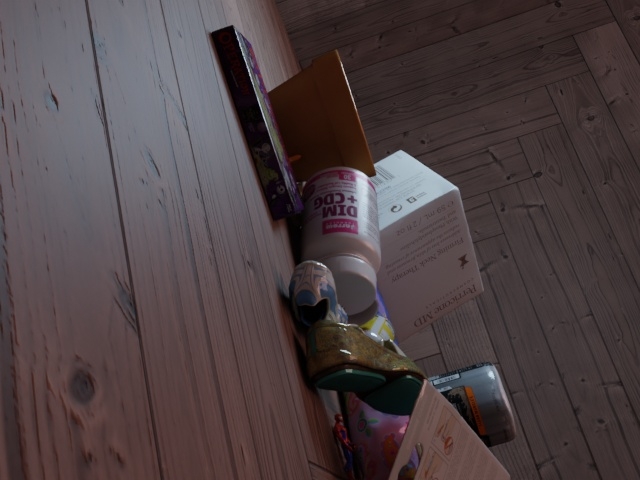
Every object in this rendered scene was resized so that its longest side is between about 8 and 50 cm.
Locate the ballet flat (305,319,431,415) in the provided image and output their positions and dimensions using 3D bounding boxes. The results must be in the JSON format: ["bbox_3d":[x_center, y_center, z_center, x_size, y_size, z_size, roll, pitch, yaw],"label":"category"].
[{"bbox_3d":[0.086,0.208,1.269,0.348,0.123,0.123,31,37,-51],"label":"ballet flat"}]

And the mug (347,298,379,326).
[{"bbox_3d":[0.051,0.121,1.822,0.113,0.150,0.169,23,31,-32],"label":"mug"}]

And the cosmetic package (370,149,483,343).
[{"bbox_3d":[0.230,0.012,2.250,0.327,0.329,0.394,45,-19,54],"label":"cosmetic package"}]

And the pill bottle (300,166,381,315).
[{"bbox_3d":[0.040,0.000,1.525,0.160,0.160,0.283,67,16,-45],"label":"pill bottle"}]

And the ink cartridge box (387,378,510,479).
[{"bbox_3d":[0.173,0.447,1.251,0.385,0.091,0.308,49,55,-38],"label":"ink cartridge box"}]

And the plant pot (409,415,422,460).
[{"bbox_3d":[0.143,0.390,1.683,0.237,0.109,0.238,-18,90,-84],"label":"plant pot"}]

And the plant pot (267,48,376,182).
[{"bbox_3d":[-0.013,-0.251,1.697,0.291,0.203,0.291,-19,90,-85],"label":"plant pot"}]

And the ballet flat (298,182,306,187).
[{"bbox_3d":[-0.009,-0.056,1.943,0.084,0.058,0.250,-57,133,-36],"label":"ballet flat"}]

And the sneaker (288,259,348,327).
[{"bbox_3d":[-0.007,0.119,1.253,0.237,0.085,0.086,72,31,-58],"label":"sneaker"}]

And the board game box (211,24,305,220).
[{"bbox_3d":[-0.109,-0.212,1.423,0.208,0.056,0.347,-98,169,-85],"label":"board game box"}]

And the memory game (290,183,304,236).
[{"bbox_3d":[-0.015,-0.042,1.673,0.186,0.012,0.186,46,27,-32],"label":"memory game"}]

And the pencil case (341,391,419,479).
[{"bbox_3d":[0.108,0.352,1.414,0.124,0.124,0.284,67,6,-45],"label":"pencil case"}]

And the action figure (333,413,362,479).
[{"bbox_3d":[0.044,0.341,1.248,0.038,0.030,0.115,28,43,-76],"label":"action figure"}]

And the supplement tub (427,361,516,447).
[{"bbox_3d":[0.307,0.450,1.936,0.207,0.337,0.207,-18,90,-84],"label":"supplement tub"}]

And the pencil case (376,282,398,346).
[{"bbox_3d":[0.126,0.239,1.984,0.133,0.119,0.306,-42,-121,53],"label":"pencil case"}]

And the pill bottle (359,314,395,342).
[{"bbox_3d":[0.115,0.251,1.809,0.184,0.103,0.103,-40,113,-70],"label":"pill bottle"}]
